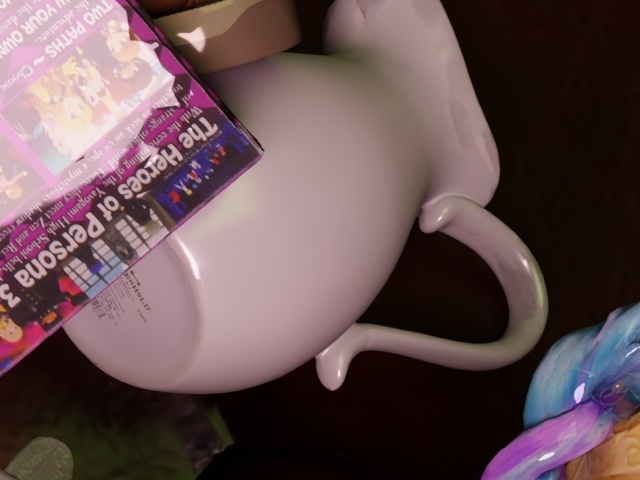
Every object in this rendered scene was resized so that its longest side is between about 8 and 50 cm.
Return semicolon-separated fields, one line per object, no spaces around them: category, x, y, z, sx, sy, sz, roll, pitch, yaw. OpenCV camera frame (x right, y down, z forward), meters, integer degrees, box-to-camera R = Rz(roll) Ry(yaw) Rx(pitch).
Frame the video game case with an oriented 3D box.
video game case;-0.173;-0.035;0.664;0.232;0.042;0.210;-41;103;3

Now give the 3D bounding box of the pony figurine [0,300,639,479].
pony figurine;0.033;0.191;0.582;0.303;0.351;0.363;17;80;-23

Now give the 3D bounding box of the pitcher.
pitcher;0.000;0.000;0.806;0.207;0.125;0.178;-33;88;-46

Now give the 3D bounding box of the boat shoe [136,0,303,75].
boat shoe;-0.165;-0.090;0.733;0.307;0.111;0.104;-14;102;-4
